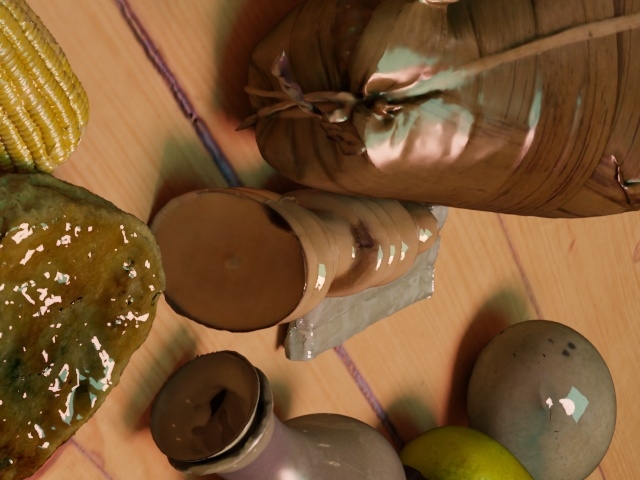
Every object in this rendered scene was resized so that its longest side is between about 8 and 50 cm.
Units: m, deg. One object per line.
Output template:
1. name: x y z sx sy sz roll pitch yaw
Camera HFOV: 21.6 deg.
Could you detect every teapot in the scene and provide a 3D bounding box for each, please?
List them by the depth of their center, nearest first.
1. teapot: -0.040 0.204 1.478 0.183 0.183 0.251 -56 138 -15

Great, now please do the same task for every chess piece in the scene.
1. chess piece: 0.000 0.000 1.427 0.307 0.139 0.124 -12 79 -59

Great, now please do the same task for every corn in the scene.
1. corn: -0.209 -0.109 1.096 0.085 0.063 0.165 -36 142 -3

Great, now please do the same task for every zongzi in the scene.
1. zongzi: 0.095 -0.260 1.415 0.500 0.218 0.467 3 82 -45

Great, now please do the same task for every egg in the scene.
1. egg: 0.250 0.190 1.895 0.169 0.169 0.236 -46 141 -30

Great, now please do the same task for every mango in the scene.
1. mango: 0.159 0.298 1.822 0.149 0.185 0.273 -48 130 -26

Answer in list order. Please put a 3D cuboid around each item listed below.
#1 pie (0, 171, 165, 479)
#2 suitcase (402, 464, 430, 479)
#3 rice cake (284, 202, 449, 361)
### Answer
1. pie: -0.226 0.071 1.147 0.277 0.078 0.277 -34 146 -27
2. suitcase: 0.028 0.321 1.610 0.285 0.206 0.066 -34 140 -41
3. rice cake: 0.042 0.033 1.597 0.211 0.038 0.124 -20 126 -49
